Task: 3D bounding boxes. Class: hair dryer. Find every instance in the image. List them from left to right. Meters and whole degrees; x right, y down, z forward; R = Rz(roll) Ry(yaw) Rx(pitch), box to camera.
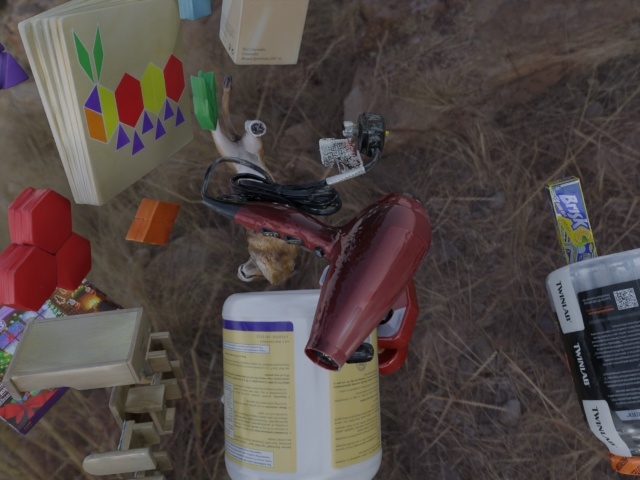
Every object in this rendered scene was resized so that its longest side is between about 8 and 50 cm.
[{"bbox_3d":[0.000,0.000,0.574,0.223,0.080,0.294,-18,48,4],"label":"hair dryer"}]

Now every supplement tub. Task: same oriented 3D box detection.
[{"bbox_3d":[-0.028,0.244,0.858,0.241,0.241,0.331,-3,86,26],"label":"supplement tub"},{"bbox_3d":[0.521,0.195,0.928,0.207,0.207,0.338,-15,75,19],"label":"supplement tub"}]

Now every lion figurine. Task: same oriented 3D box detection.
[{"bbox_3d":[-0.133,-0.109,1.133,0.142,0.240,0.392,-11,79,-1],"label":"lion figurine"}]

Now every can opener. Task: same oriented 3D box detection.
[{"bbox_3d":[0.029,0.110,0.629,0.073,0.186,0.059,-8,75,-7],"label":"can opener"}]

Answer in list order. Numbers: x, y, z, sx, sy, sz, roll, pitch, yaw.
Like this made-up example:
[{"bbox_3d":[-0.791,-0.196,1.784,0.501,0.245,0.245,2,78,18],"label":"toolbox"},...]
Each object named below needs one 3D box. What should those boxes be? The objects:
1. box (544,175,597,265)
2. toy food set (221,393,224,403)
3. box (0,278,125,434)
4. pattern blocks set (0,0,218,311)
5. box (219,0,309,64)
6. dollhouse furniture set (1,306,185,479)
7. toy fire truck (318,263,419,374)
[{"bbox_3d":[0.492,-0.038,1.096,0.059,0.169,0.054,-15,8,15],"label":"box"},{"bbox_3d":[-0.084,0.458,1.428,0.219,0.306,0.092,-3,68,66],"label":"toy food set"},{"bbox_3d":[-0.555,0.203,1.114,0.201,0.057,0.293,36,60,5],"label":"box"},{"bbox_3d":[-0.158,-0.122,0.450,0.026,0.285,0.325,7,21,12],"label":"pattern blocks set"},{"bbox_3d":[-0.101,-0.512,1.082,0.148,0.311,0.121,-9,49,-24],"label":"box"},{"bbox_3d":[-0.310,0.222,0.805,0.161,0.242,0.212,-6,39,-1],"label":"dollhouse furniture set"},{"bbox_3d":[0.086,0.144,1.236,0.302,0.169,0.254,-11,47,45],"label":"toy fire truck"}]
